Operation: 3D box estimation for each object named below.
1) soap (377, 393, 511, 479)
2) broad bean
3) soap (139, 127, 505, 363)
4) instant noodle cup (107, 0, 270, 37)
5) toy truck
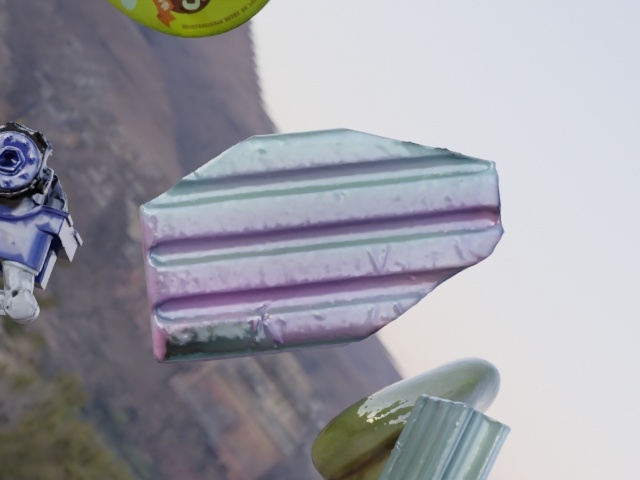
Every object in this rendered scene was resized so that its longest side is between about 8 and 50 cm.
[{"bbox_3d":[0.099,0.253,1.709,0.066,0.198,0.119,30,-9,-15],"label":"soap"},{"bbox_3d":[0.103,0.205,2.005,0.121,0.263,0.189,50,-42,2],"label":"broad bean"},{"bbox_3d":[0.000,0.000,1.581,0.109,0.323,0.193,111,-28,-84],"label":"soap"},{"bbox_3d":[-0.086,-0.365,1.649,0.311,0.221,0.311,17,-58,30],"label":"instant noodle cup"},{"bbox_3d":[-0.334,-0.017,1.622,0.213,0.177,0.161,15,-15,4],"label":"toy truck"}]
